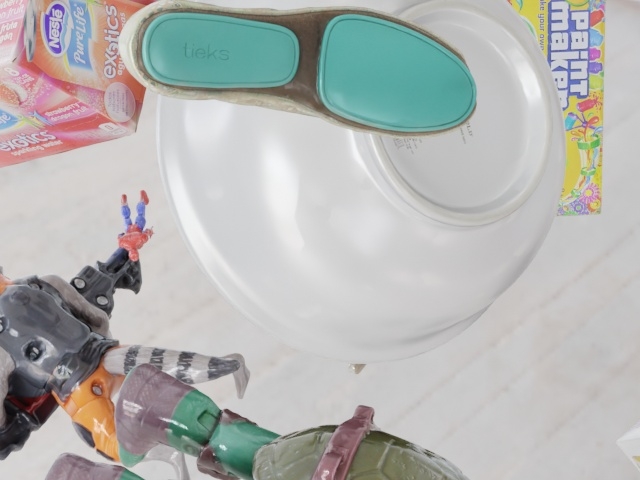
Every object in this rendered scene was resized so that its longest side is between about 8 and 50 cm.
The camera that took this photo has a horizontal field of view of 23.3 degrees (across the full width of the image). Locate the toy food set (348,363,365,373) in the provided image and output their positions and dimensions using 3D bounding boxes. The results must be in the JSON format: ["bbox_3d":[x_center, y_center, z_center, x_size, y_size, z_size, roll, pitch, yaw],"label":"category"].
[{"bbox_3d":[0.000,0.000,1.258,0.071,0.218,0.128,2,33,25],"label":"toy food set"}]

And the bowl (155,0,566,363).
[{"bbox_3d":[0.055,-0.072,1.001,0.298,0.298,0.134,-23,4,-31],"label":"bowl"}]

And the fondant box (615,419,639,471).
[{"bbox_3d":[0.457,0.244,1.487,0.096,0.330,0.238,-39,91,-20],"label":"fondant box"}]

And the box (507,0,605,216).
[{"bbox_3d":[0.135,-0.181,1.575,0.279,0.290,0.177,-4,19,-2],"label":"box"}]

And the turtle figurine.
[{"bbox_3d":[0.005,0.128,0.669,0.234,0.118,0.175,18,16,15],"label":"turtle figurine"}]

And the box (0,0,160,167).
[{"bbox_3d":[-0.311,-0.170,1.486,0.300,0.154,0.142,-10,62,43],"label":"box"}]

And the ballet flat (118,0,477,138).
[{"bbox_3d":[-0.010,-0.084,0.710,0.168,0.057,0.052,10,7,-17],"label":"ballet flat"}]

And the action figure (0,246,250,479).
[{"bbox_3d":[-0.236,0.096,1.637,0.330,0.178,0.341,23,48,5],"label":"action figure"}]

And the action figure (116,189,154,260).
[{"bbox_3d":[-0.199,-0.013,1.658,0.038,0.030,0.115,-8,31,0],"label":"action figure"}]
